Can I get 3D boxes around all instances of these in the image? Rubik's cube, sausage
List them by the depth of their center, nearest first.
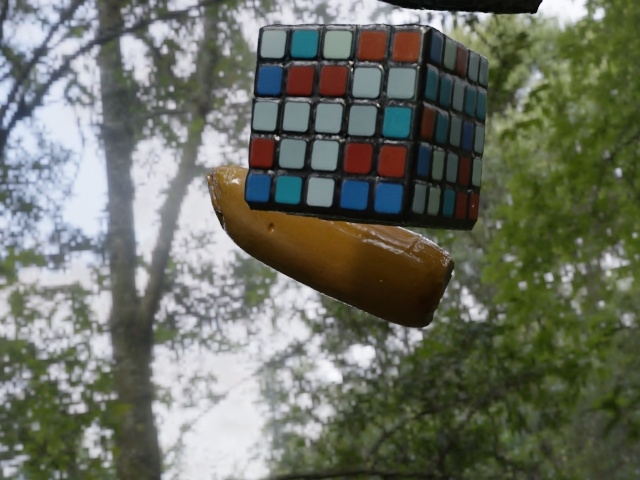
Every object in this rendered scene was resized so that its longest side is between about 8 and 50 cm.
[{"bbox_3d":[0.050,-0.108,1.086,0.184,0.187,0.182,3,-1,27],"label":"Rubik's cube"},{"bbox_3d":[-0.002,0.004,1.447,0.354,0.116,0.134,22,-25,8],"label":"sausage"}]

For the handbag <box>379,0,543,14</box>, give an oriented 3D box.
[{"bbox_3d":[0.113,-0.333,1.020,0.175,0.270,0.088,-6,23,15],"label":"handbag"}]
